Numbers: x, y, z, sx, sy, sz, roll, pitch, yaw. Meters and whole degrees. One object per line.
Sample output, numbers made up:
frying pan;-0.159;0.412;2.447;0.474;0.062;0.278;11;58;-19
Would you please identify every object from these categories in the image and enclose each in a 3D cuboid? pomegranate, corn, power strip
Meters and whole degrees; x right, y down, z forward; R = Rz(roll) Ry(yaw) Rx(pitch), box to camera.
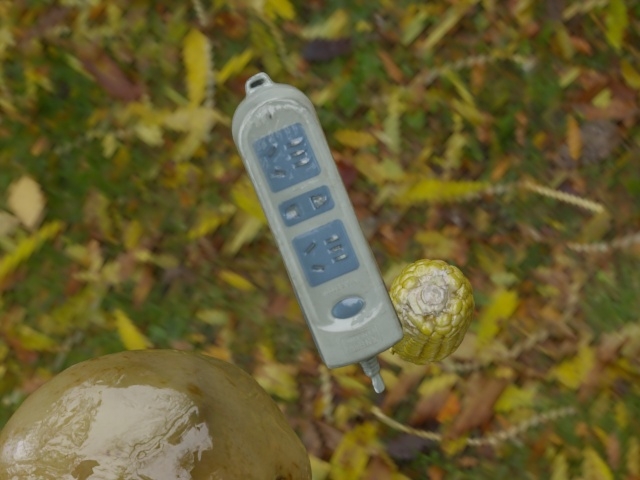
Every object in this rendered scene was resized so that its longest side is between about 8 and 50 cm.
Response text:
pomegranate;-0.170;0.236;1.733;0.319;0.319;0.319;-10;67;25
corn;0.079;0.057;1.477;0.067;0.206;0.067;0;79;-1
power strip;0.000;0.000;1.040;0.047;0.191;0.030;-22;21;-1
